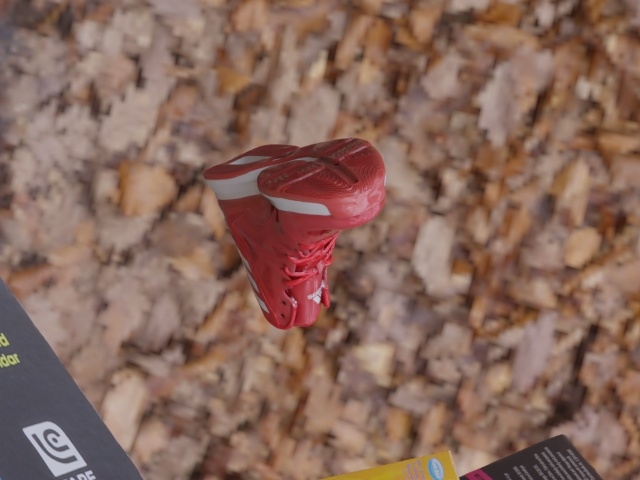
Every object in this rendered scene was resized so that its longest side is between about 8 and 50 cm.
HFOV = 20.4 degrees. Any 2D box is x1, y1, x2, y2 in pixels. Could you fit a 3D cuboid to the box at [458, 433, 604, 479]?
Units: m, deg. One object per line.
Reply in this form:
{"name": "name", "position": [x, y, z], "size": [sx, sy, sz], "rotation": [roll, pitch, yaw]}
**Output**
{"name": "box", "position": [0.131, 0.305, 1.504], "size": [0.270, 0.143, 0.165], "rotation": [-23, 107, -3]}

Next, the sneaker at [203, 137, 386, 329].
{"name": "sneaker", "position": [0.000, 0.000, 1.261], "size": [0.087, 0.221, 0.128], "rotation": [-25, 106, -18]}

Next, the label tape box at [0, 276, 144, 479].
{"name": "label tape box", "position": [-0.208, 0.079, 0.660], "size": [0.115, 0.348, 0.249], "rotation": [-41, 168, 24]}

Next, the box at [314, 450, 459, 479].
{"name": "box", "position": [0.031, 0.168, 1.059], "size": [0.136, 0.028, 0.081], "rotation": [-13, 138, -6]}
